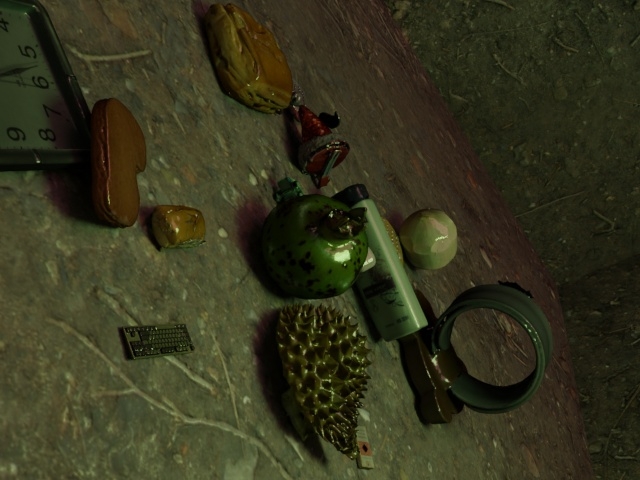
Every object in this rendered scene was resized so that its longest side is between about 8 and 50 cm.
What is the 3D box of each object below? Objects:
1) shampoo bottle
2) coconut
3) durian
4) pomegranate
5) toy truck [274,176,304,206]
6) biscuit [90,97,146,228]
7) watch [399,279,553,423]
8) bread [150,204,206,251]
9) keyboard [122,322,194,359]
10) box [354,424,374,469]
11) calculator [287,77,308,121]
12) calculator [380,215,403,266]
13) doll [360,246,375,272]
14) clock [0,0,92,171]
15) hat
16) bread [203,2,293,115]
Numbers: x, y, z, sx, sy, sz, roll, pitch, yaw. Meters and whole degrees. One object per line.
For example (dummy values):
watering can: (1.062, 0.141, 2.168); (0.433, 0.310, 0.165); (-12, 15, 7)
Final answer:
shampoo bottle: (0.120, 0.053, 1.622); (0.078, 0.134, 0.360); (-16, 80, -45)
coconut: (0.308, -0.014, 1.979); (0.183, 0.170, 0.171); (74, 11, -47)
durian: (-0.003, 0.236, 1.234); (0.172, 0.166, 0.306); (-8, 64, -32)
pomegranate: (0.000, 0.000, 1.325); (0.211, 0.263, 0.211); (12, 60, -22)
toy truck: (-0.039, -0.051, 1.505); (0.175, 0.067, 0.081); (66, 19, 12)
biscuit: (-0.291, -0.108, 1.043); (0.186, 0.036, 0.192); (76, 9, -76)
watch: (0.378, 0.245, 1.705); (0.335, 0.326, 0.314); (64, 25, 2)
bread: (-0.226, -0.024, 1.129); (0.106, 0.053, 0.072); (1, 68, -68)
keyboard: (-0.230, 0.143, 1.005); (0.129, 0.015, 0.049); (8, 59, -60)
box: (0.080, 0.399, 1.358); (0.046, 0.012, 0.083); (30, 41, -51)
calculator: (-0.065, -0.358, 1.790); (0.103, 0.024, 0.166); (47, 28, -33)
calculator: (0.177, 0.023, 1.880); (0.146, 0.032, 0.235); (52, 26, -23)
doll: (0.044, -0.008, 1.556); (0.059, 0.161, 0.160); (-27, 104, -25)
clock: (-0.430, -0.215, 0.922); (0.279, 0.049, 0.273); (-14, 80, -64)
hat: (-0.020, -0.259, 1.687); (0.140, 0.128, 0.227); (86, -20, -68)
bread: (-0.153, -0.409, 1.580); (0.210, 0.099, 0.235); (15, 53, -58)
